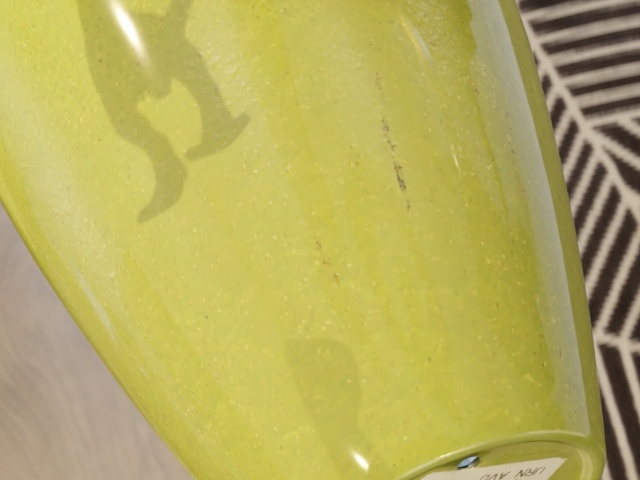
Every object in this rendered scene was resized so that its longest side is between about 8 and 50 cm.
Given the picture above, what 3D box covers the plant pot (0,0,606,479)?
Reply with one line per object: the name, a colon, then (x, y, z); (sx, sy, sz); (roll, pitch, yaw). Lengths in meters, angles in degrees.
plant pot: (0.000, 0.000, 0.735); (0.275, 0.275, 0.293); (-26, 58, 4)
